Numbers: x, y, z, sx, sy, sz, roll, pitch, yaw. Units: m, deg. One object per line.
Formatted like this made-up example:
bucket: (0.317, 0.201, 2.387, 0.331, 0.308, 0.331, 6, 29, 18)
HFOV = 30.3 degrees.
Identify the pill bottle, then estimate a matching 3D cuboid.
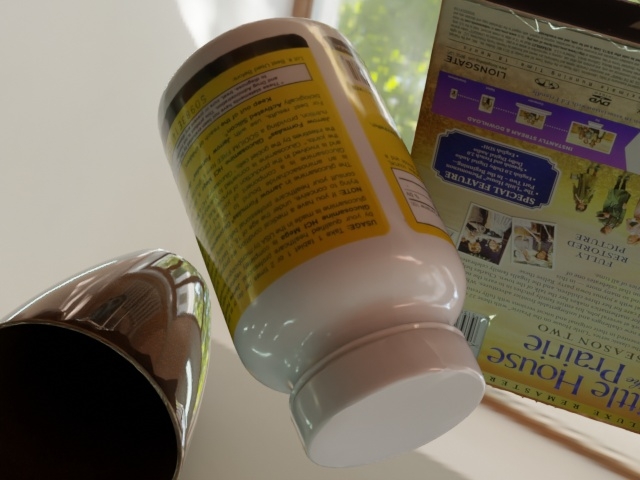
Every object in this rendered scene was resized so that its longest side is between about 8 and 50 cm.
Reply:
pill bottle: (0.000, 0.000, 0.939, 0.188, 0.188, 0.334, -7, -124, -24)

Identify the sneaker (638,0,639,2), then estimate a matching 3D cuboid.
sneaker: (0.324, -0.385, 1.030, 0.150, 0.366, 0.135, -38, -129, -21)

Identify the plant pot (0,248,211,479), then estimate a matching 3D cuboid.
plant pot: (-0.191, 0.108, 1.107, 0.215, 0.215, 0.230, 15, -150, 8)

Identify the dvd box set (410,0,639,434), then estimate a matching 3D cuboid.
dvd box set: (0.221, -0.014, 1.024, 0.308, 0.420, 0.062, 17, -135, 10)
